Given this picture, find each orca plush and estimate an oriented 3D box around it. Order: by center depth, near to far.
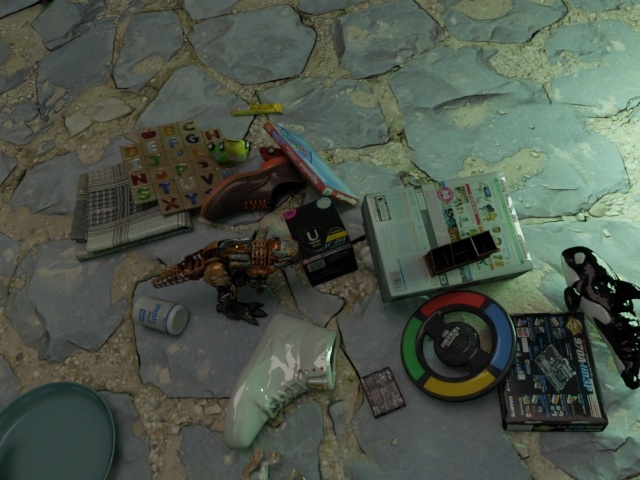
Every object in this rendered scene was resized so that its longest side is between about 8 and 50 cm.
[{"bbox_3d":[0.550,0.124,1.032,0.151,0.102,0.288,15,53,-19],"label":"orca plush"}]

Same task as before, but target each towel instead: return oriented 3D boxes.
[{"bbox_3d":[-0.512,-0.112,1.482,0.323,0.056,0.312,-16,55,2],"label":"towel"}]

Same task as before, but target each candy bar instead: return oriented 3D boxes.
[{"bbox_3d":[-0.189,-0.385,1.620,0.161,0.018,0.040,-2,53,11],"label":"candy bar"}]

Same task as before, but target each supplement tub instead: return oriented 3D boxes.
[{"bbox_3d":[-0.362,0.169,1.251,0.107,0.071,0.071,11,59,18],"label":"supplement tub"}]

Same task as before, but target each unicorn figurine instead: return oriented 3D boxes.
[{"bbox_3d":[-0.083,0.461,1.009,0.161,0.060,0.111,24,64,43],"label":"unicorn figurine"}]

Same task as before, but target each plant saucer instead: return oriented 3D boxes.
[{"bbox_3d":[-0.560,0.447,1.123,0.317,0.044,0.318,-6,56,9],"label":"plant saucer"}]

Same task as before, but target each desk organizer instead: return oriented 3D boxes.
[{"bbox_3d":[0.271,0.024,1.070,0.130,0.050,0.047,-18,75,-9],"label":"desk organizer"}]

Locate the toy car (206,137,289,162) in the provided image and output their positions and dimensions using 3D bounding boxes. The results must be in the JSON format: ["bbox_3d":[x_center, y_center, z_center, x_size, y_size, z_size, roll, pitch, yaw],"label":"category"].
[{"bbox_3d":[-0.213,-0.229,1.456,0.224,0.239,0.053,8,95,38],"label":"toy car"}]

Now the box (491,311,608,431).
[{"bbox_3d":[0.423,0.244,1.045,0.175,0.051,0.221,-4,56,10],"label":"box"}]

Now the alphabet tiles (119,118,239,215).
[{"bbox_3d":[-0.383,-0.210,1.504,0.284,0.011,0.343,-15,54,-16],"label":"alphabet tiles"}]

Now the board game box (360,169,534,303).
[{"bbox_3d":[0.258,-0.007,1.156,0.303,0.097,0.224,-10,74,-6],"label":"board game box"}]

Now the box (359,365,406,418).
[{"bbox_3d":[0.122,0.300,1.091,0.067,0.018,0.083,-22,55,-4],"label":"box"}]

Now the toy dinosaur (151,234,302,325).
[{"bbox_3d":[-0.199,0.057,1.201,0.321,0.218,0.165,8,59,17],"label":"toy dinosaur"}]

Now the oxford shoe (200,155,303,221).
[{"bbox_3d":[-0.171,-0.115,1.390,0.271,0.097,0.098,-31,62,-10],"label":"oxford shoe"}]

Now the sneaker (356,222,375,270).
[{"bbox_3d":[0.157,-0.032,1.244,0.115,0.090,0.232,31,63,0],"label":"sneaker"}]

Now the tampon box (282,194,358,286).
[{"bbox_3d":[0.000,0.000,1.268,0.120,0.101,0.161,-21,55,-3],"label":"tampon box"}]

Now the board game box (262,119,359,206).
[{"bbox_3d":[-0.026,-0.195,1.387,0.027,0.145,0.281,-50,55,17],"label":"board game box"}]

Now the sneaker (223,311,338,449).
[{"bbox_3d":[-0.063,0.285,1.087,0.169,0.108,0.293,12,58,23],"label":"sneaker"}]

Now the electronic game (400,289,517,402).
[{"bbox_3d":[0.265,0.201,1.077,0.229,0.048,0.230,-18,51,23],"label":"electronic game"}]
